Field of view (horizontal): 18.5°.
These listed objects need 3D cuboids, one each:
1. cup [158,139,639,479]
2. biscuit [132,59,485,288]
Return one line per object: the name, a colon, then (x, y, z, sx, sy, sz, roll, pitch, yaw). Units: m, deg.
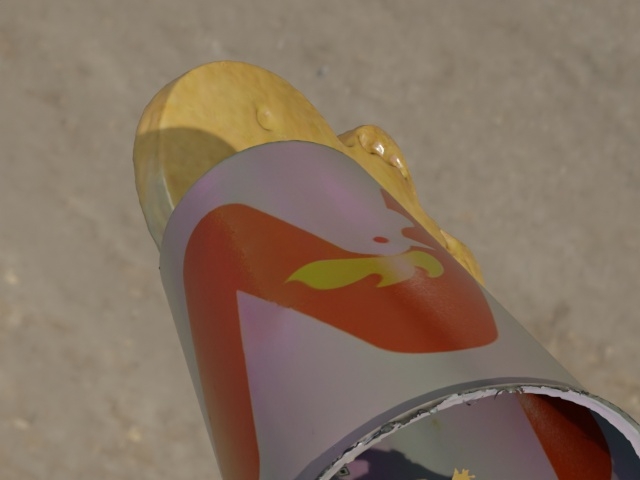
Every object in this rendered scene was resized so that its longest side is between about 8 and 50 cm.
cup: (0.019, 0.073, 0.966, 0.203, 0.288, 0.203, -10, 122, -16)
biscuit: (0.002, -0.001, 1.534, 0.052, 0.275, 0.355, -25, 125, 39)
